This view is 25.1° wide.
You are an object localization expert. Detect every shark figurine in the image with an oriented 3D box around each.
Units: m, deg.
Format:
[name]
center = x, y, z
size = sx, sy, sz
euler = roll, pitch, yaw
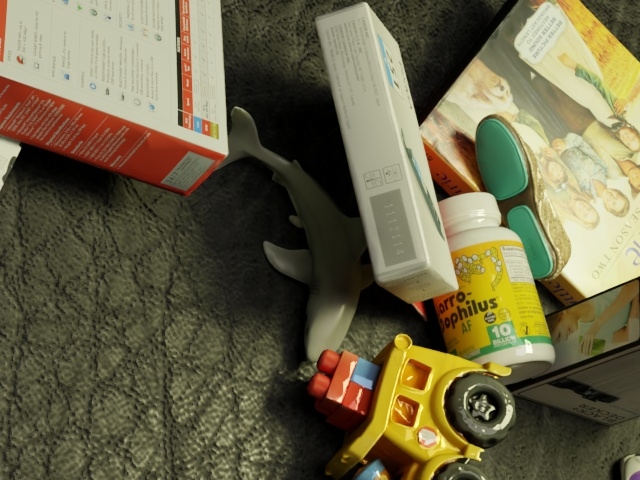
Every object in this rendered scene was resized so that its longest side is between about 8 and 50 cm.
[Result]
[shark figurine]
center = 0.002, -0.026, 1.564
size = 0.166, 0.116, 0.278
euler = -24, 86, -40

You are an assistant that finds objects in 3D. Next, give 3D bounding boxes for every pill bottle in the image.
[pill bottle]
center = 0.185, 0.056, 1.644
size = 0.118, 0.117, 0.208
euler = 0, 67, -34

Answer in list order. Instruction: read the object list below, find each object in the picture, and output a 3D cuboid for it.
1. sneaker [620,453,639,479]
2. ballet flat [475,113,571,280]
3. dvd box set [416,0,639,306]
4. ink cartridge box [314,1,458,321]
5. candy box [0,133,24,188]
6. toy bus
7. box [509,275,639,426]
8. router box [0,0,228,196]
[sneaker]
center = 0.435, 0.299, 1.759
size = 0.170, 0.068, 0.071
euler = 6, 82, -23
[ballet flat]
center = 0.241, -0.053, 1.698
size = 0.067, 0.073, 0.206
euler = -21, 93, -50
[dvd box set]
center = 0.334, -0.091, 1.805
size = 0.420, 0.062, 0.307
euler = 44, 67, -11
[ink cartridge box]
center = 0.086, -0.077, 1.573
size = 0.261, 0.066, 0.296
euler = 36, 40, -70
[candy box]
center = -0.386, -0.065, 1.341
size = 0.165, 0.070, 0.196
euler = 31, 55, -19
[toy bus]
center = 0.075, 0.209, 1.502
size = 0.211, 0.149, 0.220
euler = 23, 60, -9
[box]
center = 0.370, 0.122, 1.635
size = 0.169, 0.290, 0.087
euler = 20, 62, -28
[router box]
center = -0.245, -0.240, 1.455
size = 0.301, 0.082, 0.335
euler = 19, 49, -30
